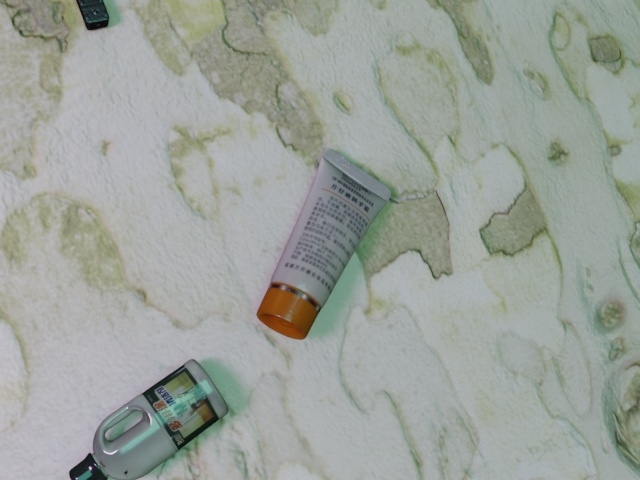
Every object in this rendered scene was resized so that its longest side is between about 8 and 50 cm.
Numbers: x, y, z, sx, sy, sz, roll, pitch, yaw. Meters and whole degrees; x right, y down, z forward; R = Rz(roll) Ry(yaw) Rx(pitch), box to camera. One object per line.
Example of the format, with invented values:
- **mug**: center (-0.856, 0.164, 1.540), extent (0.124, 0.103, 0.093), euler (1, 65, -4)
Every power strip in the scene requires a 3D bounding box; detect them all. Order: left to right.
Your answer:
- **power strip**: center (-0.358, -0.378, 1.027), extent (0.038, 0.029, 0.111), euler (-19, 86, -21)

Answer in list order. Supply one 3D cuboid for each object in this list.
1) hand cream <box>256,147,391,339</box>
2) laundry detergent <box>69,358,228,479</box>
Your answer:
- **hand cream**: center (0.000, 0.000, 1.074), extent (0.140, 0.089, 0.314), euler (36, 67, -13)
- **laundry detergent**: center (-0.247, 0.271, 0.948), extent (0.226, 0.070, 0.099), euler (-33, 102, -21)
